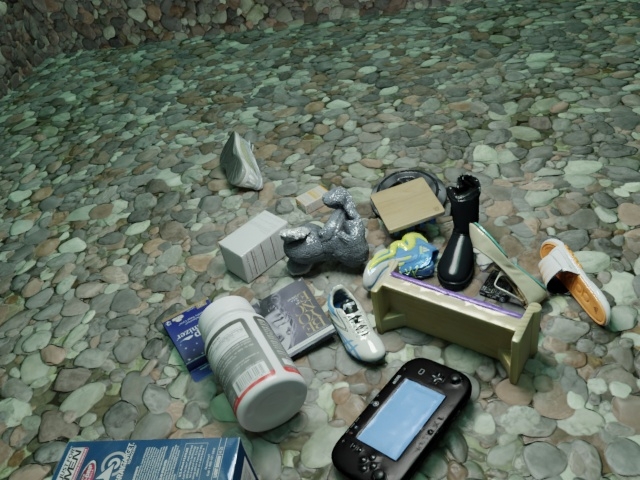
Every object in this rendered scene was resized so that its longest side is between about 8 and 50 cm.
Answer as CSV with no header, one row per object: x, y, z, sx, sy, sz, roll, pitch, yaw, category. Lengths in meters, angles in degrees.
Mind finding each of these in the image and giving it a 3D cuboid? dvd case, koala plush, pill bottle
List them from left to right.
-0.160,0.264,1.320,0.161,0.161,0.283,-25,45,-16,pill bottle
-0.075,0.198,1.486,0.164,0.018,0.221,-29,41,-6,dvd case
0.000,0.000,1.597,0.221,0.196,0.203,-16,49,-10,koala plush

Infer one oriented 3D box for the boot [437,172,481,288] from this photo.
0.352,-0.029,1.516,0.094,0.207,0.247,7,43,25,boot

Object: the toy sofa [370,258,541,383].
0.309,0.158,1.348,0.362,0.150,0.177,18,49,32,toy sofa

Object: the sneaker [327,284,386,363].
0.079,0.197,1.413,0.085,0.086,0.237,-22,41,-13,sneaker

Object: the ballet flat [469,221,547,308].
0.429,0.065,1.422,0.248,0.086,0.086,45,60,10,ballet flat

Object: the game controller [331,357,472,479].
0.166,0.365,1.202,0.166,0.067,0.319,23,50,36,game controller

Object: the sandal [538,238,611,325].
0.572,0.096,1.392,0.076,0.102,0.265,-15,41,-7,sandal

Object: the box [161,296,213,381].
-0.299,0.243,1.497,0.136,0.037,0.225,-28,43,-18,box

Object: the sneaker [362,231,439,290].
0.218,0.062,1.534,0.126,0.091,0.240,24,51,36,sneaker

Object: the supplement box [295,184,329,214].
-0.022,-0.129,1.869,0.098,0.036,0.062,-29,42,-20,supplement box

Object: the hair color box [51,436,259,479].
-0.304,0.463,1.122,0.346,0.174,0.105,-5,39,9,hair color box

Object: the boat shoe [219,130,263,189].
-0.274,-0.276,2.073,0.118,0.103,0.320,-55,33,19,boat shoe

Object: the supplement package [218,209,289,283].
-0.179,0.015,1.683,0.179,0.105,0.105,-37,46,-28,supplement package

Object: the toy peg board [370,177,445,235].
0.243,-0.077,1.651,0.161,0.079,0.161,-19,44,-2,toy peg board

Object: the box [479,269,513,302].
0.441,0.112,1.472,0.067,0.018,0.083,18,48,32,box

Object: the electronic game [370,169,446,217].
0.263,-0.133,1.790,0.229,0.048,0.229,-7,47,8,electronic game
